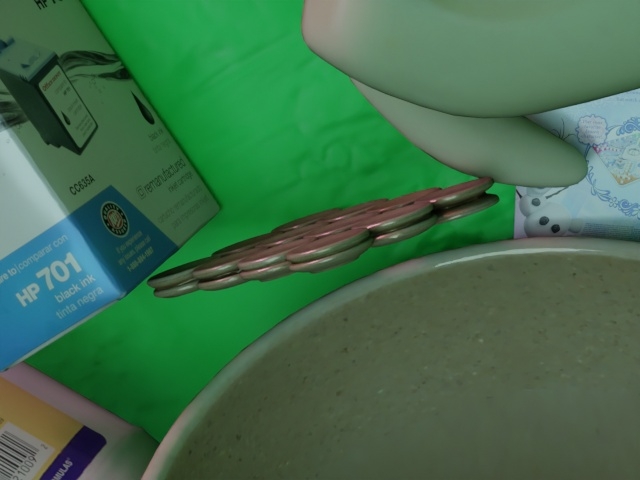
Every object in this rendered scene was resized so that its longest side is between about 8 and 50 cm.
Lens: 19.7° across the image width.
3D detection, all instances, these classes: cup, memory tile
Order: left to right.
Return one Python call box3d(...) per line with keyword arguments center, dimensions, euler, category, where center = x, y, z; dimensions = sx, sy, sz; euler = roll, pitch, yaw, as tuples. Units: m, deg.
box3d(center=(0.000, 0.000, 0.826), dimensions=(0.148, 0.113, 0.012), euler=(-11, 99, 53), category="memory tile")
box3d(center=(0.100, 0.197, 0.806), dimensions=(0.331, 0.331, 0.237), euler=(-2, 133, 15), category="cup")

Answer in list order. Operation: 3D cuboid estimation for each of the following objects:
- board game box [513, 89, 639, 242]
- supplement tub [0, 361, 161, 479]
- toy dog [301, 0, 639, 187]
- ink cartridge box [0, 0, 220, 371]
box3d(center=(0.136, -0.036, 0.853), dimensions=(0.090, 0.020, 0.090), euler=(5, 108, 13), category="board game box")
box3d(center=(-0.263, 0.128, 0.892), dimensions=(0.331, 0.241, 0.241), euler=(29, 112, 4), category="supplement tub")
box3d(center=(0.189, -0.155, 0.665), dimensions=(0.408, 0.284, 0.395), euler=(7, 121, 11), category="toy dog")
box3d(center=(-0.148, -0.055, 0.857), dimensions=(0.082, 0.139, 0.191), euler=(-30, 98, 22), category="ink cartridge box")
